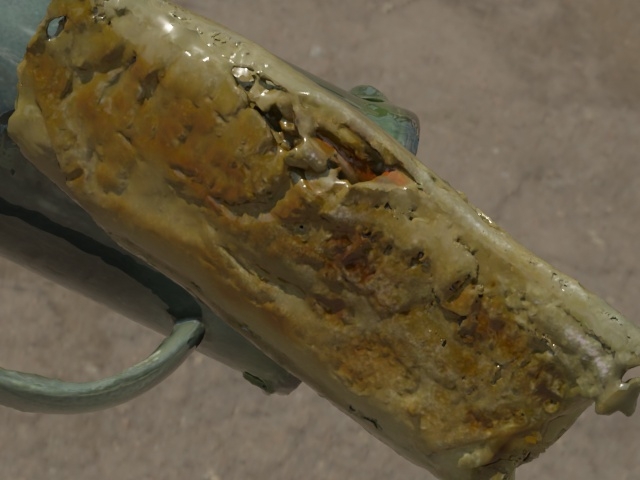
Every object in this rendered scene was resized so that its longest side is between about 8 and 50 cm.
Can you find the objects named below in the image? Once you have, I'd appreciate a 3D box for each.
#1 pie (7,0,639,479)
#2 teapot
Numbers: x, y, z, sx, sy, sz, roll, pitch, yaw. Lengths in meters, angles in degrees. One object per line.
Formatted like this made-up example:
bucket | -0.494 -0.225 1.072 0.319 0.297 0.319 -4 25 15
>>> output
pie | 0.000 0.000 0.632 0.282 0.128 0.068 37 34 4
teapot | -0.116 -0.028 0.843 0.337 0.200 0.270 25 57 -8
